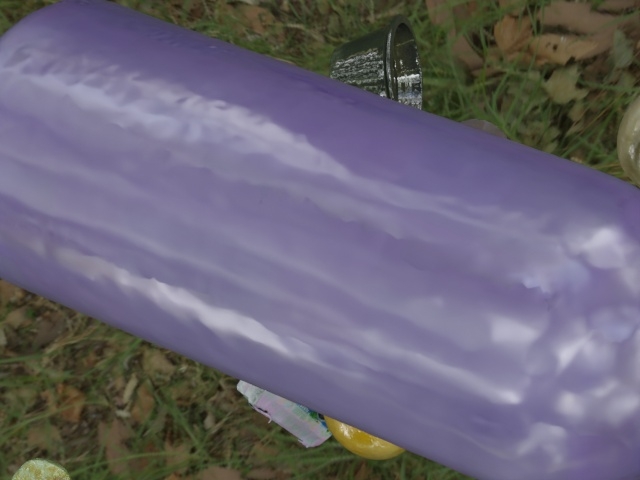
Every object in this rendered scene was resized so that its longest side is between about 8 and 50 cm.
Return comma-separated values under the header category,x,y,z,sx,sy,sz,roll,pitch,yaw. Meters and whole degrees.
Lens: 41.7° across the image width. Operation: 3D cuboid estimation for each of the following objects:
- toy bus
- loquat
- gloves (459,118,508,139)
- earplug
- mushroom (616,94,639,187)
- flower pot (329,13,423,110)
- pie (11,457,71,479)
category,x,y,z,sx,sy,sz,roll,pitch,yaw
toy bus,-0.064,0.360,1.912,0.138,0.317,0.112,-47,47,-3
loquat,0.075,0.201,1.067,0.163,0.137,0.163,-7,64,15
gloves,0.269,-0.114,1.489,0.116,0.294,0.133,-45,76,-1
earplug,0.000,0.000,0.505,0.455,0.215,0.215,21,98,29
mushroom,0.544,-0.139,1.228,0.204,0.204,0.204,1,93,12
flower pot,0.106,-0.323,1.670,0.148,0.235,0.236,-1,93,21
pie,-0.323,0.295,0.965,0.085,0.017,0.085,-3,76,12
